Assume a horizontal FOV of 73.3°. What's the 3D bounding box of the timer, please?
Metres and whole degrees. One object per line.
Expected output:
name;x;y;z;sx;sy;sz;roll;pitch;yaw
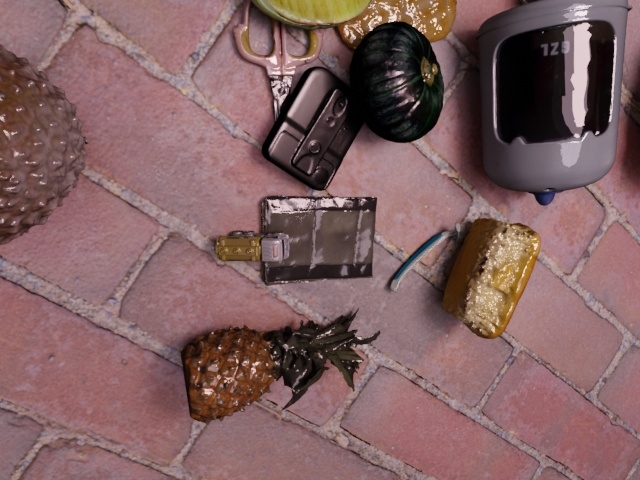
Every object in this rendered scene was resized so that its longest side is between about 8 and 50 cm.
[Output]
timer;-0.003;-0.196;0.763;0.144;0.055;0.187;29;90;-31

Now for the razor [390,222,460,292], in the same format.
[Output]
razor;0.215;0.036;0.900;0.191;0.037;0.068;-40;151;-2

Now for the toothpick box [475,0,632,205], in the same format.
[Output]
toothpick box;0.429;-0.243;0.817;0.263;0.263;0.355;-10;104;-15

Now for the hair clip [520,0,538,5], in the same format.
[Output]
hair clip;0.515;-0.528;0.841;0.282;0.113;0.173;-24;107;-12

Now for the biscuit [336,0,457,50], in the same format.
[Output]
biscuit;0.143;-0.419;0.790;0.247;0.029;0.119;-15;105;-14

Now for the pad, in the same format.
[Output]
pad;0.000;0.000;0.833;0.233;0.022;0.174;-1;101;-18

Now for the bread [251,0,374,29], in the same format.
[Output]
bread;-0.021;-0.497;0.703;0.301;0.045;0.302;-1;93;-17

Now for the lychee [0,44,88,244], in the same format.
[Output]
lychee;-0.458;-0.131;0.530;0.300;0.300;0.300;-3;102;-17

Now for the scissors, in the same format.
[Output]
scissors;-0.068;-0.289;0.752;0.160;0.024;0.318;-6;103;-16

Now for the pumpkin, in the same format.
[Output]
pumpkin;0.137;-0.271;0.741;0.202;0.140;0.202;15;69;-46

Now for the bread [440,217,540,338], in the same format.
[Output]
bread;0.341;0.072;0.880;0.121;0.174;0.246;19;94;0

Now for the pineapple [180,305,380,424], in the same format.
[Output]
pineapple;-0.062;0.218;0.785;0.364;0.165;0.166;-7;103;-17

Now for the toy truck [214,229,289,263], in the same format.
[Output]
toy truck;-0.120;0.013;0.761;0.123;0.063;0.052;1;101;10
